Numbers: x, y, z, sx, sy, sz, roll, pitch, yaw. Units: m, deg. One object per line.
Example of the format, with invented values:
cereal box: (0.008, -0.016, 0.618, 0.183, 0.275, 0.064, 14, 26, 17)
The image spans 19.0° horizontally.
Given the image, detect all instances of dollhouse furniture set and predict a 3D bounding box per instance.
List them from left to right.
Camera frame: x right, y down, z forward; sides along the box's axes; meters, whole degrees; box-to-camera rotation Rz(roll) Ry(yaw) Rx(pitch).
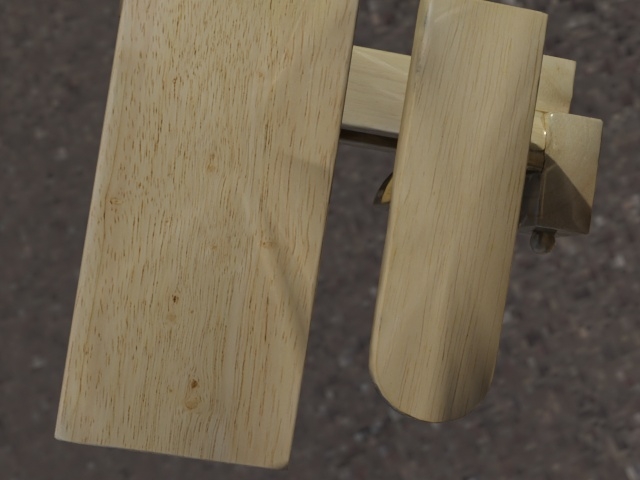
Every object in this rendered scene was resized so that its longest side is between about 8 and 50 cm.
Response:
dollhouse furniture set: (0.000, 0.000, 0.541, 0.151, 0.144, 0.123, 172, 107, -78)
